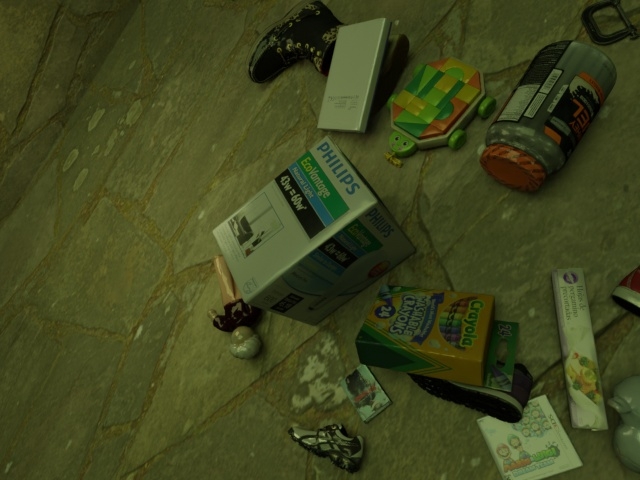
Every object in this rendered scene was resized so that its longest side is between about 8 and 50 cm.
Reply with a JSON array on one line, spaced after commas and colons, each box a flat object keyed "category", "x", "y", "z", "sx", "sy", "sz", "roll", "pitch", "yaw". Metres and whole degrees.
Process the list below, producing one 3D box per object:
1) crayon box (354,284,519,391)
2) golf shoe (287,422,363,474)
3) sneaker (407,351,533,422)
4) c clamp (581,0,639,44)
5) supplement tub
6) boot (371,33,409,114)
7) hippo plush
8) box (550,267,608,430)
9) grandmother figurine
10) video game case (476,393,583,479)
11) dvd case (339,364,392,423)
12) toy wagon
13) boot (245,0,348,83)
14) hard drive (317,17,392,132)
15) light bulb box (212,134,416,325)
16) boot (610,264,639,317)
[{"category": "crayon box", "x": 0.265, "y": 0.204, "z": 0.990, "sx": 0.322, "sy": 0.083, "sz": 0.203, "roll": 3, "pitch": 35, "yaw": 27}, {"category": "golf shoe", "x": 0.016, "y": 0.486, "z": 1.077, "sx": 0.198, "sy": 0.077, "sz": 0.094, "roll": 14, "pitch": 63, "yaw": 26}, {"category": "sneaker", "x": 0.325, "y": 0.296, "z": 0.992, "sx": 0.283, "sy": 0.107, "sz": 0.124, "roll": 14, "pitch": 48, "yaw": 37}, {"category": "c clamp", "x": 0.768, "y": -0.572, "z": 1.142, "sx": 0.137, "sy": 0.022, "sz": 0.161, "roll": -25, "pitch": 63, "yaw": 22}, {"category": "supplement tub", "x": 0.529, "y": -0.288, "z": 1.045, "sx": 0.193, "sy": 0.193, "sz": 0.316, "roll": 32, "pitch": 87, "yaw": 32}, {"category": "boot", "x": 0.142, "y": -0.536, "z": 1.399, "sx": 0.203, "sy": 0.095, "sz": 0.262, "roll": 29, "pitch": 97, "yaw": 39}, {"category": "hippo plush", "x": 0.614, "y": 0.326, "z": 0.729, "sx": 0.236, "sy": 0.234, "sz": 0.294, "roll": 8, "pitch": 101, "yaw": 41}, {"category": "box", "x": 0.535, "y": 0.220, "z": 0.916, "sx": 0.063, "sy": 0.067, "sz": 0.324, "roll": -6, "pitch": 67, "yaw": 24}, {"category": "grandmother figurine", "x": -0.252, "y": 0.192, "z": 1.306, "sx": 0.207, "sy": 0.104, "sz": 0.342, "roll": -33, "pitch": 56, "yaw": 22}, {"category": "video game case", "x": 0.431, "y": 0.419, "z": 0.917, "sx": 0.157, "sy": 0.019, "sz": 0.143, "roll": -28, "pitch": 60, "yaw": 15}, {"category": "dvd case", "x": 0.112, "y": 0.379, "z": 1.097, "sx": 0.087, "sy": 0.013, "sz": 0.119, "roll": -41, "pitch": 59, "yaw": 7}, {"category": "toy wagon", "x": 0.310, "y": -0.361, "z": 1.258, "sx": 0.344, "sy": 0.068, "sz": 0.267, "roll": -48, "pitch": 57, "yaw": 2}, {"category": "boot", "x": -0.065, "y": -0.655, "z": 1.529, "sx": 0.377, "sy": 0.138, "sz": 0.284, "roll": -42, "pitch": 58, "yaw": 0}, {"category": "hard drive", "x": 0.096, "y": -0.494, "z": 1.341, "sx": 0.210, "sy": 0.040, "sz": 0.319, "roll": 21, "pitch": 100, "yaw": 50}, {"category": "light bulb box", "x": 0.000, "y": 0.000, "z": 1.100, "sx": 0.361, "sy": 0.358, "sz": 0.225, "roll": -38, "pitch": 60, "yaw": 10}, {"category": "boot", "x": 0.736, "y": 0.113, "z": 0.848, "sx": 0.176, "sy": 0.088, "sz": 0.244, "roll": -48, "pitch": 54, "yaw": 1}]
